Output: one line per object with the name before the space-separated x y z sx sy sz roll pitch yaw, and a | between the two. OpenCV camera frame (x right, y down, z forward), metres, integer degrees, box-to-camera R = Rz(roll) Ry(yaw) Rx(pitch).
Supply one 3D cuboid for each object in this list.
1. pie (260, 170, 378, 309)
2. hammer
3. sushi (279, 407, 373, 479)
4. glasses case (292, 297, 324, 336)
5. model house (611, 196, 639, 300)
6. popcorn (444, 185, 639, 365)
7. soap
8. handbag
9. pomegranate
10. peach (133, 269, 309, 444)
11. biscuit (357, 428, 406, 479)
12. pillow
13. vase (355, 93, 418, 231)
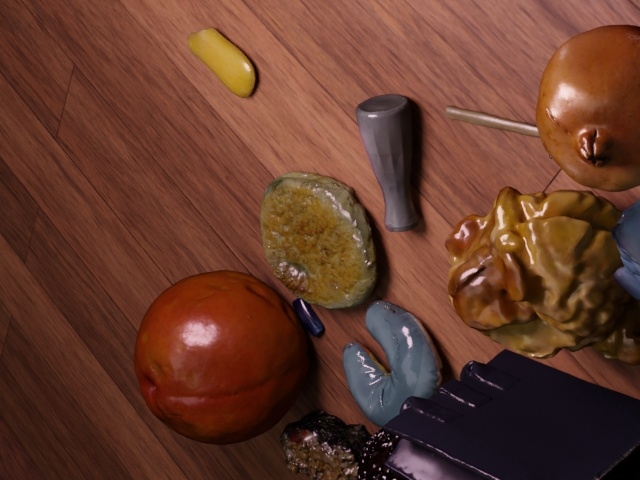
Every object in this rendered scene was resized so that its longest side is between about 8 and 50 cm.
pie | 0.000 0.000 1.971 0.277 0.078 0.277 22 127 33
hammer | 0.262 -0.167 1.617 0.199 0.013 0.062 20 125 41
sushi | 0.020 0.425 2.155 0.212 0.115 0.147 20 125 40
glasses case | -0.026 0.146 2.117 0.083 0.023 0.033 55 143 9
model house | 0.554 0.059 1.255 0.360 0.297 0.339 41 173 26
popcorn | 0.334 0.044 1.514 0.332 0.225 0.265 26 145 9
soap | -0.175 -0.329 2.001 0.168 0.033 0.089 47 137 19
handbag | 0.292 0.299 1.622 0.329 0.303 0.122 22 124 40
pomegranate | 0.370 -0.161 1.361 0.209 0.209 0.209 26 129 37
peach | -0.202 0.233 2.143 0.342 0.301 0.343 24 127 37
biscuit | 0.151 0.392 1.943 0.194 0.194 0.053 10 148 45
pillow | 0.122 0.222 1.943 0.214 0.086 0.233 52 138 28
vase | 0.115 -0.119 1.764 0.086 0.086 0.214 15 127 43
